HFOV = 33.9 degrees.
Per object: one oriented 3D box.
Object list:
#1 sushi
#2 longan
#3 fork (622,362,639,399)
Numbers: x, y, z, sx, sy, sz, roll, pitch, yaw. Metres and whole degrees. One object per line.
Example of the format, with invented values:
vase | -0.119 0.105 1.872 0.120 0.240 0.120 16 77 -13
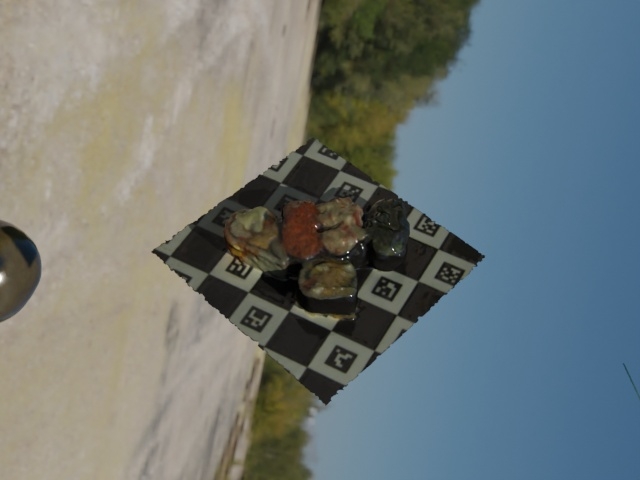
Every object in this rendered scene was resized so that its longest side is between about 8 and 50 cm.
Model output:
sushi | 0.000 0.000 1.391 0.320 0.339 0.069 -37 150 -27
longan | -0.611 0.055 1.918 0.198 0.198 0.212 102 -3 -46
fork | 0.420 0.262 1.299 0.039 0.021 0.235 25 39 -62
